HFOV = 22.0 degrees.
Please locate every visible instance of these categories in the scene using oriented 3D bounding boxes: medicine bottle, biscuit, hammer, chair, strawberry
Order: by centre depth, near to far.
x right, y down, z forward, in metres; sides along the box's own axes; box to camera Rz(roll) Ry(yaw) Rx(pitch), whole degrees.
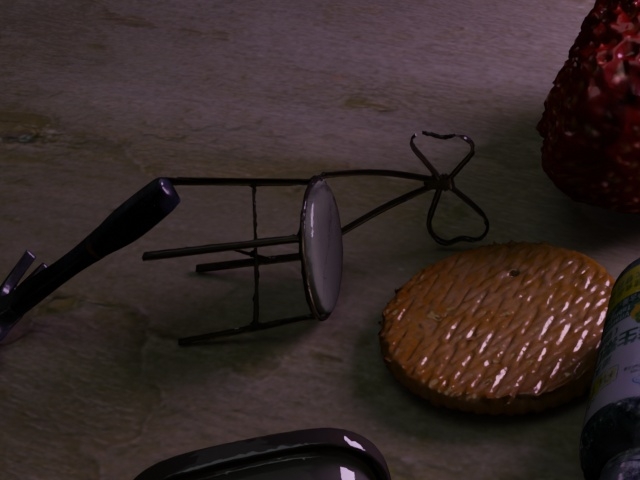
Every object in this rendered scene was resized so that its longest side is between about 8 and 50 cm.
[{"bbox_3d":[0.304,0.145,1.431,0.141,0.141,0.293,2,39,17],"label":"medicine bottle"},{"bbox_3d":[0.182,0.086,1.626,0.254,0.035,0.254,-7,36,5],"label":"biscuit"},{"bbox_3d":[0.000,0.000,1.682,0.326,0.159,0.170,-4,39,13],"label":"chair"},{"bbox_3d":[-0.250,0.017,1.700,0.290,0.037,0.137,-35,25,28],"label":"hammer"},{"bbox_3d":[0.387,-0.149,1.740,0.292,0.292,0.343,23,72,37],"label":"strawberry"}]

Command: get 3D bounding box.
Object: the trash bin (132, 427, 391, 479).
[{"bbox_3d":[-0.028,0.313,1.242,0.220,0.219,0.250,-13,43,0],"label":"trash bin"}]
